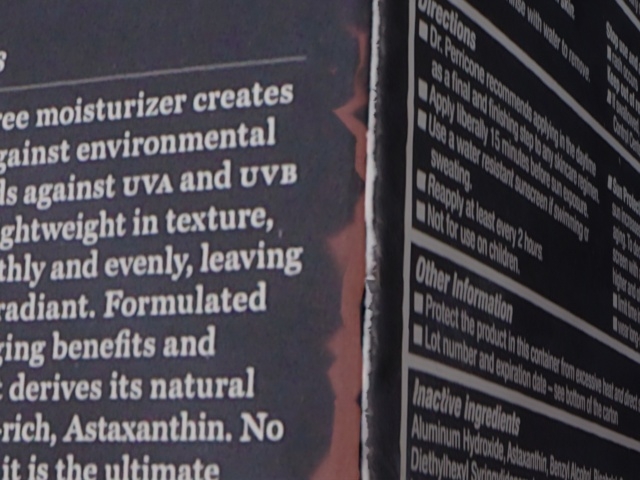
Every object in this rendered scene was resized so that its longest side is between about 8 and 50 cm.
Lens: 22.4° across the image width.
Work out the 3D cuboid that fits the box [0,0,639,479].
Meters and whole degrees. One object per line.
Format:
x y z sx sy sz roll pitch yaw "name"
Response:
0.000 0.000 0.478 0.182 0.296 0.294 -3 76 26 "box"
